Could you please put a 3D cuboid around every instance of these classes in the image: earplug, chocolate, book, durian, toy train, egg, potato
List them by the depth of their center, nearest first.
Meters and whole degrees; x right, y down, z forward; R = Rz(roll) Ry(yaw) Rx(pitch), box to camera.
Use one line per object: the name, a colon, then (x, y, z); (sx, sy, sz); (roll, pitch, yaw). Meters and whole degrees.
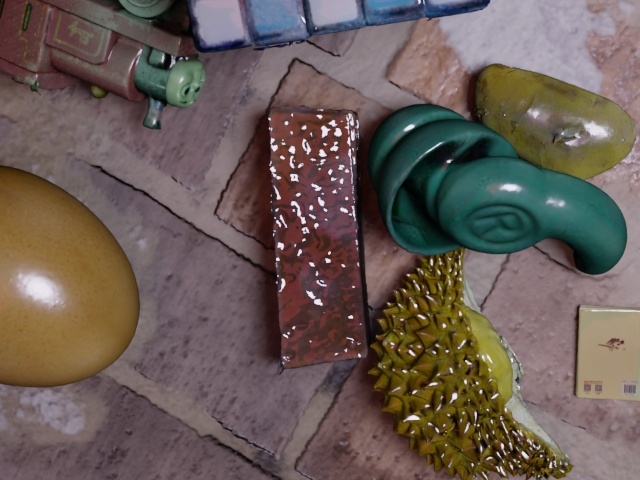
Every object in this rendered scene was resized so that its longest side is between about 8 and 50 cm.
earplug: (0.182, -0.060, 1.048); (0.280, 0.257, 0.164); (49, 142, 37)
potato: (0.253, -0.133, 1.059); (0.188, 0.085, 0.105); (32, 102, 11)
durian: (0.169, 0.172, 1.104); (0.172, 0.166, 0.306); (-34, 91, 42)
book: (0.341, 0.132, 1.114); (0.077, 0.014, 0.111); (2, 100, 11)
toy train: (-0.245, -0.265, 1.117); (0.304, 0.150, 0.221); (24, 111, 16)
chocolate: (0.000, 0.000, 1.133); (0.112, 0.112, 0.321); (-2, 97, 4)
egg: (-0.371, 0.046, 1.143); (0.322, 0.250, 0.250); (27, 104, 4)

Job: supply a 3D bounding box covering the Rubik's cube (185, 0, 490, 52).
Rubik's cube: (0.017, -0.362, 0.953); (0.292, 0.287, 0.293); (-9, 106, 14)
